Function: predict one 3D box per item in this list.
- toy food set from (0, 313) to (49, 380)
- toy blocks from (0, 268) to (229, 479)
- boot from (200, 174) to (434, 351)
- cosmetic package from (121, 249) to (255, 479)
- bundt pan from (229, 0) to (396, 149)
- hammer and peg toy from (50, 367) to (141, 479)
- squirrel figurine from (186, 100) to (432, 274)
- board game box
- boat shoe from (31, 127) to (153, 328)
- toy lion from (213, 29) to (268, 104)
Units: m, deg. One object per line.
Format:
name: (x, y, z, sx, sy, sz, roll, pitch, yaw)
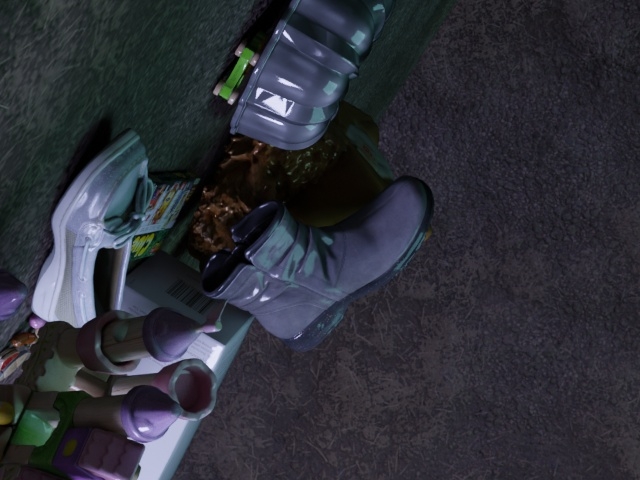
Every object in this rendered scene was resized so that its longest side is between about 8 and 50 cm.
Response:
toy food set: (-0.368, 0.124, 1.756, 0.122, 0.019, 0.078, -44, 168, -35)
toy blocks: (-0.235, 0.178, 1.347, 0.260, 0.309, 0.288, -10, -131, 44)
boot: (0.000, 0.000, 2.085, 0.338, 0.223, 0.118, -49, -141, 2)
cosmetic package: (-0.271, 0.226, 2.205, 0.365, 0.197, 0.155, -61, 174, 27)
bundt pan: (0.002, -0.268, 2.010, 0.331, 0.124, 0.331, -60, 180, 0)
hammer and peg toy: (-0.343, 0.313, 1.969, 0.266, 0.127, 0.361, -59, -168, 14)
squirrel figurine: (-0.081, -0.044, 2.291, 0.370, 0.281, 0.397, -38, 149, 18)
board game box: (-0.239, -0.033, 1.941, 0.136, 0.030, 0.260, -56, 175, 9)
boat shoe: (-0.250, 0.000, 1.633, 0.118, 0.103, 0.320, -51, 172, -48)
toy lion: (-0.104, -0.242, 1.939, 0.100, 0.034, 0.096, -58, -178, 15)
